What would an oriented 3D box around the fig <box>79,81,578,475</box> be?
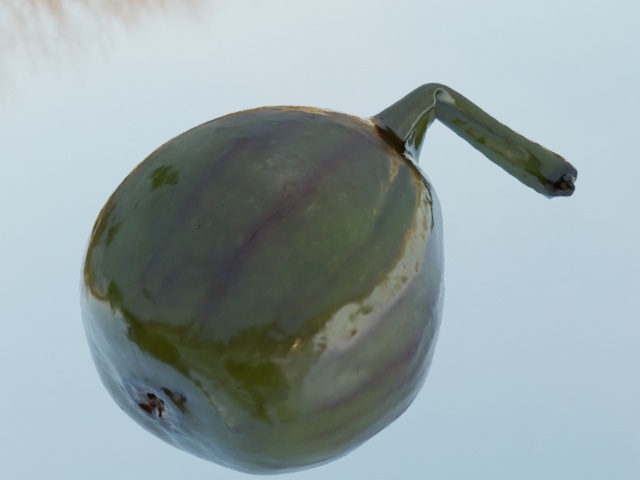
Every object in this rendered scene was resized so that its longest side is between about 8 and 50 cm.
[{"bbox_3d":[-0.005,-0.001,0.634,0.148,0.142,0.186,26,-103,16],"label":"fig"}]
